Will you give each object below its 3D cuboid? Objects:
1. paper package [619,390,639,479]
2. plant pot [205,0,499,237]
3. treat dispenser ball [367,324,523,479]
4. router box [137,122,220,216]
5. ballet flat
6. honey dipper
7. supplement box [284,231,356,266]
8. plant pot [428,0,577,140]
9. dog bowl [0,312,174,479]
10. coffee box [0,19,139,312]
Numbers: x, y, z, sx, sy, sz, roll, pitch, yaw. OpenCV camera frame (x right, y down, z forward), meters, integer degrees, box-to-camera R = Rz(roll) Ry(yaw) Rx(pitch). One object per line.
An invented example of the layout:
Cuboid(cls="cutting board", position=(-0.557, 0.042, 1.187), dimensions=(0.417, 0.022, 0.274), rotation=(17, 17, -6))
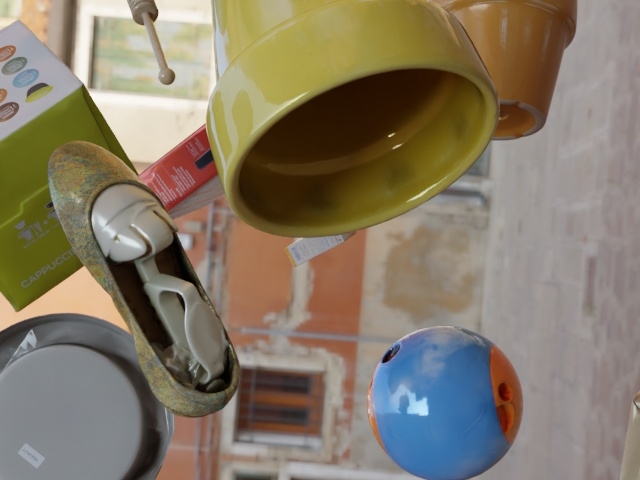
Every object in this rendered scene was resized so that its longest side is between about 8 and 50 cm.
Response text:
Cuboid(cls="paper package", position=(0.633, 0.378, 1.980), dimensions=(0.325, 0.168, 0.309), rotation=(-20, -62, -61))
Cuboid(cls="plant pot", position=(0.004, -0.168, 1.060), dimensions=(0.254, 0.254, 0.239), rotation=(92, 161, -61))
Cuboid(cls="treat dispenser ball", position=(0.230, 0.300, 2.128), dimensions=(0.288, 0.288, 0.288), rotation=(5, -90, -89))
Cuboid(cls="router box", position=(-0.159, -0.156, 2.011), dimensions=(0.082, 0.301, 0.335), rotation=(55, -164, 0))
Cuboid(cls="ballet flat", position=(-0.187, 0.038, 1.290), dimensions=(0.123, 0.123, 0.348), rotation=(-76, -38, -81))
Cuboid(cls="honey dipper", position=(-0.177, -0.218, 1.233), dimensions=(0.030, 0.030, 0.160), rotation=(93, 159, -45))
Cuboid(cls="supplement box", position=(0.000, 0.000, 1.808), dimensions=(0.036, 0.098, 0.062), rotation=(61, -157, -3))
Cuboid(cls="plant pot", position=(0.242, -0.244, 1.550), dimensions=(0.205, 0.205, 0.188), rotation=(91, -176, -71))
Cuboid(cls="dog bowl", position=(-0.397, 0.289, 1.789), dimensions=(0.102, 0.349, 0.348), rotation=(105, 170, -81))
Cuboid(cls="coffee box", position=(-0.563, -0.141, 2.147), dimensions=(0.334, 0.338, 0.338), rotation=(43, 164, 44))
